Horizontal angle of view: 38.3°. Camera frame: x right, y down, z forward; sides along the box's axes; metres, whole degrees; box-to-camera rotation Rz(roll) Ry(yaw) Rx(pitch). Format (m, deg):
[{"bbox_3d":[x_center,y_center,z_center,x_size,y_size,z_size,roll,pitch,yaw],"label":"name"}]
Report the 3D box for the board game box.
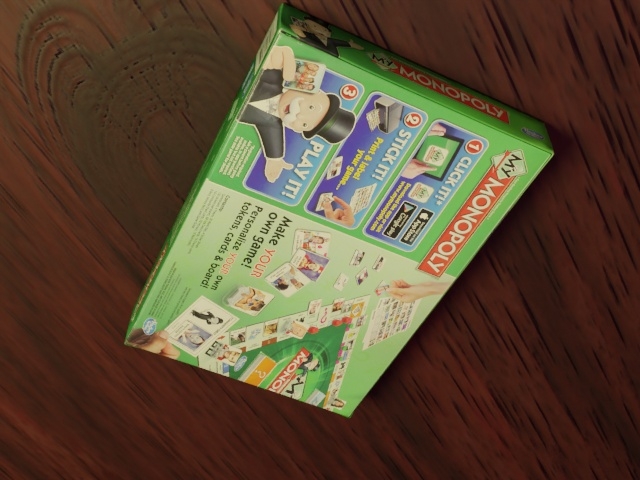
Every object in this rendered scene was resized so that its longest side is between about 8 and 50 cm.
[{"bbox_3d":[0.000,0.000,0.717,0.213,0.046,0.317,21,126,-16],"label":"board game box"}]
